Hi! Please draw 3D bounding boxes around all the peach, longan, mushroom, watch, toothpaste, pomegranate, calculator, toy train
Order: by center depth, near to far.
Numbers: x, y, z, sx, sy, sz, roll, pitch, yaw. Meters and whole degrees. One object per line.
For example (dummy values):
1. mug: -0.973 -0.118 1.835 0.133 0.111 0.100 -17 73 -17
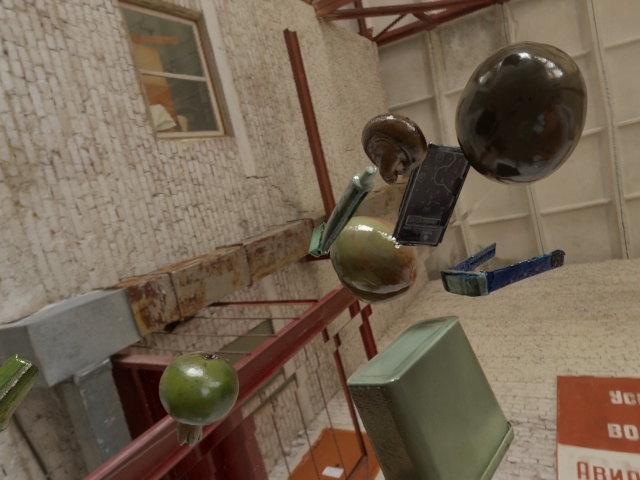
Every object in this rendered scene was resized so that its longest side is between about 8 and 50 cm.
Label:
1. toothpaste: 0.036 -0.045 0.628 0.031 0.049 0.204 17 -34 -11
2. mushroom: 0.123 -0.156 0.684 0.109 0.084 0.126 64 -20 -2
3. longan: 0.347 -0.217 0.724 0.248 0.248 0.249 8 -72 28
4. pomegranate: -0.281 0.362 0.952 0.179 0.179 0.211 -14 -114 32
5. calculator: 0.281 -0.108 1.051 0.028 0.165 0.274 -129 -133 -54
6. toy train: 0.000 0.000 1.101 0.038 0.093 0.056 28 -33 -27
7. watch: 0.444 0.067 1.117 0.276 0.274 0.068 -171 -118 -76
8. peach: 0.168 0.059 1.295 0.292 0.248 0.292 23 -31 15

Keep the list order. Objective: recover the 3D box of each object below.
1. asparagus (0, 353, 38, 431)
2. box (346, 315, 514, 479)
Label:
1. asparagus: -0.497 0.284 0.552 0.059 0.278 0.067 -8 -55 27
2. box: 0.270 0.407 0.985 0.177 0.351 0.344 -21 -88 48
